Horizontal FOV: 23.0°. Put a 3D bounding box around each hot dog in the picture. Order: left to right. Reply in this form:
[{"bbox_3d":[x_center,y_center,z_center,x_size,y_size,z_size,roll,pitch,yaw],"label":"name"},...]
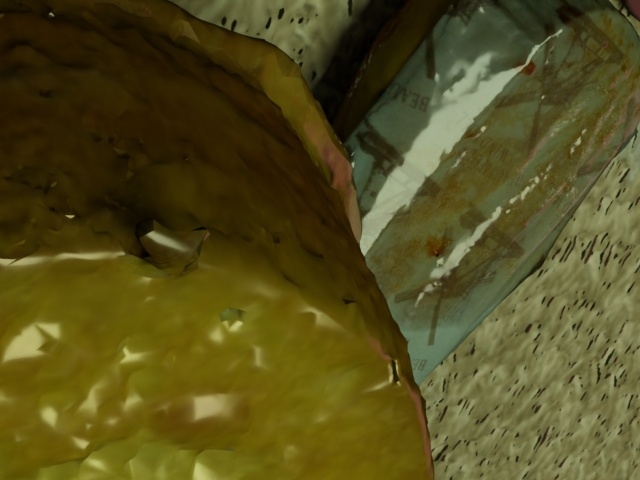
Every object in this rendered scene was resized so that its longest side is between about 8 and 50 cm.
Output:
[{"bbox_3d":[0.055,-0.025,0.786,0.162,0.082,0.270,31,101,-39],"label":"hot dog"}]

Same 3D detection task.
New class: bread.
[{"bbox_3d":[-0.143,0.084,0.613,0.398,0.215,0.398,-15,132,-17],"label":"bread"}]

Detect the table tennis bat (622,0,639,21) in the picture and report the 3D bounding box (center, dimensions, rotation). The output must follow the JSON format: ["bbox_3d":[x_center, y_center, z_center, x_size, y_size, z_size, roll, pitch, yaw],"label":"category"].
[{"bbox_3d":[0.217,-0.157,0.864,0.138,0.022,0.246,-30,135,-14],"label":"table tennis bat"}]
